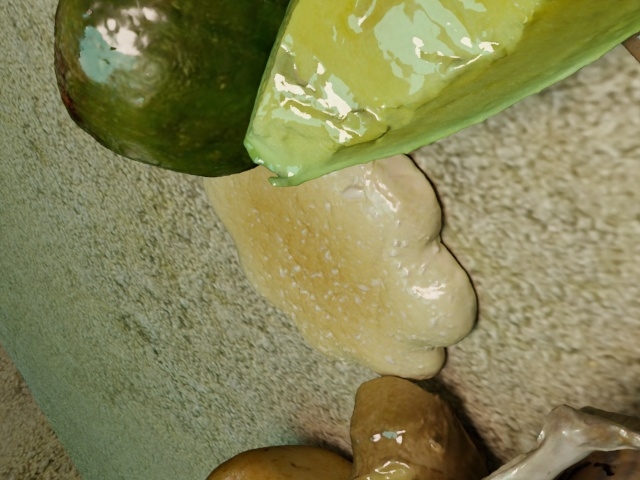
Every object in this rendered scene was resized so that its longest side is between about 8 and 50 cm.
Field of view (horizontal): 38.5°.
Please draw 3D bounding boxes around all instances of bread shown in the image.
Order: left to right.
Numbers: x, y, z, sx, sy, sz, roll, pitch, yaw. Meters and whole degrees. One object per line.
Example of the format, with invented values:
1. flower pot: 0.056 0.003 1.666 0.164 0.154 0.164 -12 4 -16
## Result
1. bread: 0.000 0.000 0.795 0.316 0.054 0.316 34 145 29

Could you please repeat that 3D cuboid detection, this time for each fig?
1. fig: -0.038 -0.113 0.608 0.235 0.203 0.203 29 148 2

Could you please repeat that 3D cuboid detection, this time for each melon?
1. melon: 0.063 -0.147 0.439 0.196 0.124 0.323 52 141 4

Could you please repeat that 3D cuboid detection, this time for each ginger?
1. ginger: 0.075 0.264 0.762 0.123 0.270 0.219 -10 134 32

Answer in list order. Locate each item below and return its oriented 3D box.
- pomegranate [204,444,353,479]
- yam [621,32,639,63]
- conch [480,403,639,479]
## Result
1. pomegranate: -0.033 0.351 1.016 0.264 0.264 0.264 37 147 29
2. yam: 0.201 -0.065 0.448 0.145 0.032 0.032 48 151 13
3. conch: 0.201 0.216 0.599 0.324 0.186 0.263 10 122 12
